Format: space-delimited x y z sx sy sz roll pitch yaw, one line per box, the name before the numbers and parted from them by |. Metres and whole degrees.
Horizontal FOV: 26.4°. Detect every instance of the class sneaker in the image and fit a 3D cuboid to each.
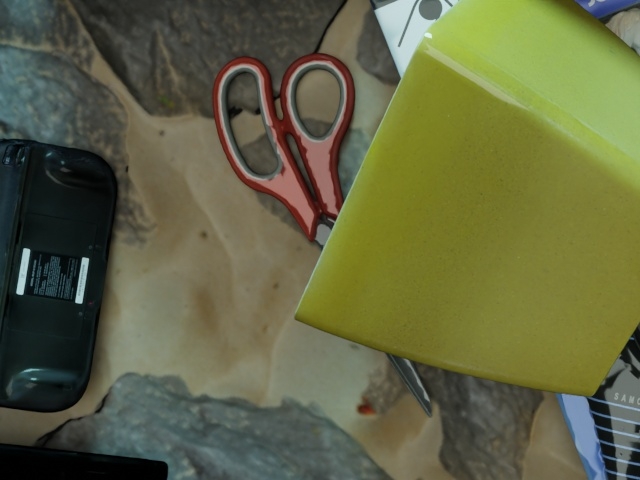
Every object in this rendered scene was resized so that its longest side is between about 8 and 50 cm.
sneaker | 0.231 0.142 0.967 0.091 0.081 0.232 -22 88 14

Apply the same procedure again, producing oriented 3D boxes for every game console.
game console | -0.208 0.106 1.003 0.213 0.044 0.361 11 79 -24

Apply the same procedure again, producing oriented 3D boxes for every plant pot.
plant pot | 0.135 -0.026 0.869 0.187 0.212 0.212 29 120 9

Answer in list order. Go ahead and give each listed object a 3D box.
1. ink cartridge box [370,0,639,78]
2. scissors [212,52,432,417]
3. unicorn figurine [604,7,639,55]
ink cartridge box | 0.142 -0.186 0.984 0.207 0.046 0.097 -22 90 7
scissors | 0.000 0.000 1.022 0.109 0.021 0.297 -15 91 4
unicorn figurine | 0.186 -0.102 0.973 0.162 0.060 0.111 -10 96 4
